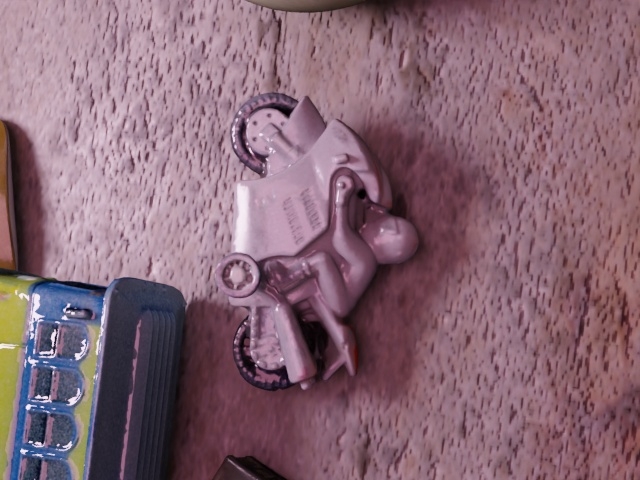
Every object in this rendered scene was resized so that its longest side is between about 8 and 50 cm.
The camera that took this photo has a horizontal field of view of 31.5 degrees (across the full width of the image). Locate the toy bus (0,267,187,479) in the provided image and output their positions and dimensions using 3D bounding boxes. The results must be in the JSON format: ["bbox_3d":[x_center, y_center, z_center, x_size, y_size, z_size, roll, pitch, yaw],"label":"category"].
[{"bbox_3d":[-0.236,0.185,1.003,0.190,0.152,0.312,4,84,19],"label":"toy bus"}]

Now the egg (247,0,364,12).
[{"bbox_3d":[-0.021,-0.292,0.983,0.253,0.186,0.186,15,87,22],"label":"egg"}]

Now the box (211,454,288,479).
[{"bbox_3d":[-0.068,0.235,0.992,0.063,0.060,0.084,31,93,24],"label":"box"}]

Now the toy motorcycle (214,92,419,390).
[{"bbox_3d":[0.000,0.000,0.984,0.171,0.110,0.260,-1,87,6],"label":"toy motorcycle"}]

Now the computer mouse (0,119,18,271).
[{"bbox_3d":[-0.347,-0.029,1.125,0.102,0.045,0.199,-8,81,14],"label":"computer mouse"}]
